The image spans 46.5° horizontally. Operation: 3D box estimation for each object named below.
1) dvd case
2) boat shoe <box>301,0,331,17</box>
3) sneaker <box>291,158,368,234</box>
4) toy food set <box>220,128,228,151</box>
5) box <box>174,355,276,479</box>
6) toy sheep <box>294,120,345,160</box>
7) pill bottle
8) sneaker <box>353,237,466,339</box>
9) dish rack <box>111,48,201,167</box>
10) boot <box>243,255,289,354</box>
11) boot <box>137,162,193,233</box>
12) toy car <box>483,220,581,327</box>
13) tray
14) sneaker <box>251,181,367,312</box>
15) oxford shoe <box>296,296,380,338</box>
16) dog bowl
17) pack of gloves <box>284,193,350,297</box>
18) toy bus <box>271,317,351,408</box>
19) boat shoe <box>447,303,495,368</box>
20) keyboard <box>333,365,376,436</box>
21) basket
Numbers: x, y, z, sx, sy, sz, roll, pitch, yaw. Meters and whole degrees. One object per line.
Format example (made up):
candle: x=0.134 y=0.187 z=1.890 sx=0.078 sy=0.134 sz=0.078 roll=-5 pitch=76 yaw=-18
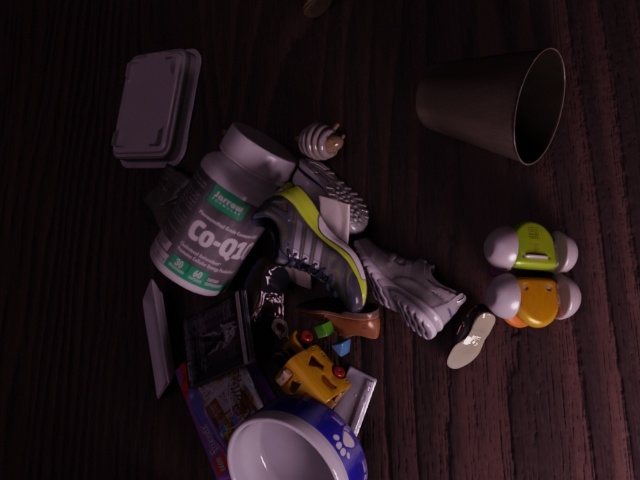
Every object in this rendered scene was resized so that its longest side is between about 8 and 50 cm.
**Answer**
dvd case: x=-0.233 y=0.223 z=1.668 sx=0.221 sy=0.018 sz=0.164 roll=-29 pitch=61 yaw=37
boat shoe: x=0.022 y=-0.587 z=1.698 sx=0.178 sy=0.064 sz=0.060 roll=-33 pitch=63 yaw=31
sneaker: x=0.016 y=-0.078 z=1.590 sx=0.235 sy=0.090 sz=0.094 roll=52 pitch=124 yaw=38
toy food set: x=-0.218 y=-0.167 z=1.820 sx=0.132 sy=0.039 sz=0.192 roll=34 pitch=112 yaw=43
box: x=-0.204 y=0.358 z=1.673 sx=0.201 sy=0.057 sz=0.293 roll=-43 pitch=57 yaw=22
toy sheep: x=-0.004 y=-0.218 z=1.626 sx=0.132 sy=0.091 sz=0.091 roll=10 pitch=87 yaw=43
pill bottle: x=-0.216 y=-0.072 z=1.682 sx=0.204 sy=0.204 sz=0.361 roll=44 pitch=109 yaw=36
sneaker: x=0.166 y=0.077 z=1.439 sx=0.115 sy=0.105 sz=0.281 roll=-33 pitch=47 yaw=-13
dish rack: x=-0.463 y=-0.367 z=2.032 sx=0.286 sy=0.072 sz=0.332 roll=4 pitch=82 yaw=40
boot: x=-0.130 y=0.141 z=1.671 sx=0.106 sy=0.082 sz=0.219 roll=45 pitch=119 yaw=61
boot: x=-0.360 y=-0.092 z=1.886 sx=0.246 sy=0.083 sz=0.161 roll=39 pitch=99 yaw=35
toy car: x=0.344 y=0.061 z=1.269 sx=0.136 sy=0.159 sz=0.181 roll=144 pitch=128 yaw=-70
tray: x=-0.398 y=0.243 z=1.843 sx=0.145 sy=0.030 sz=0.270 roll=127 pitch=133 yaw=-56
sneaker: x=-0.024 y=0.030 z=1.463 sx=0.300 sy=0.121 sz=0.111 roll=50 pitch=154 yaw=15
oxford shoe: x=0.032 y=0.163 z=1.526 sx=0.212 sy=0.076 sz=0.076 roll=8 pitch=115 yaw=44
dog bowl: x=-0.046 y=0.437 z=1.434 sx=0.265 sy=0.104 sz=0.264 roll=12 pitch=113 yaw=30
pack of gloves: x=0.000 y=0.000 z=1.562 sx=0.195 sy=0.046 sz=0.232 roll=18 pitch=123 yaw=36
toy bus: x=-0.040 y=0.264 z=1.497 sx=0.202 sy=0.104 sz=0.190 roll=-2 pitch=101 yaw=38
boat shoe: x=0.270 y=0.175 z=1.351 sx=0.133 sy=0.049 sz=0.042 roll=-63 pitch=18 yaw=21
keyboard: x=0.043 y=0.385 z=1.503 sx=0.072 sy=0.014 sz=0.255 roll=22 pitch=94 yaw=44
basket: x=0.300 y=-0.252 z=1.355 sx=0.227 sy=0.154 sz=0.204 roll=16 pitch=92 yaw=43
